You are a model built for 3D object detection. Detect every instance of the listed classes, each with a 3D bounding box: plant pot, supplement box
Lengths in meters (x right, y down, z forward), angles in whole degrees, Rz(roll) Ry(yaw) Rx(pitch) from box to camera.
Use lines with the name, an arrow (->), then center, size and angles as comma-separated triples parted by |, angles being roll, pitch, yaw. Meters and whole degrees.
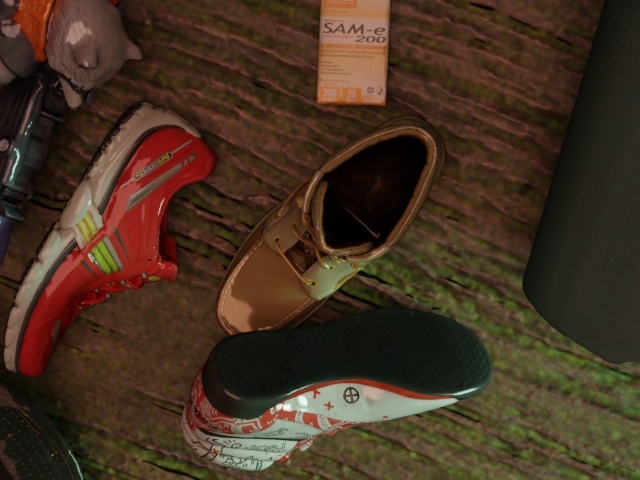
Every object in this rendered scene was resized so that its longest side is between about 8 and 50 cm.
plant pot -> 0.328, -0.067, 0.970 | 0.341, 0.341, 0.334 | 20, 107, 2
supplement box -> 0.029, -0.168, 1.111 | 0.062, 0.036, 0.098 | 2, 97, 4

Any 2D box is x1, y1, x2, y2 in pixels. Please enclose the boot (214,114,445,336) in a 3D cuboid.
boot -> 0.000, 0.000, 1.050 | 0.262, 0.203, 0.095 | -42, 92, 8

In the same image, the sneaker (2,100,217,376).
sneaker -> -0.186, 0.016, 1.123 | 0.118, 0.107, 0.279 | 31, 101, -9

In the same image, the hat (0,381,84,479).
hat -> -0.374, 0.262, 1.153 | 0.331, 0.134, 0.331 | -1, 94, -13

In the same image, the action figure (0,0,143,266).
action figure -> -0.309, -0.160, 1.063 | 0.330, 0.178, 0.341 | 10, 85, 22

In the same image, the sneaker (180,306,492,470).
sneaker -> 0.008, 0.135, 1.131 | 0.270, 0.145, 0.090 | -3, 59, -25
